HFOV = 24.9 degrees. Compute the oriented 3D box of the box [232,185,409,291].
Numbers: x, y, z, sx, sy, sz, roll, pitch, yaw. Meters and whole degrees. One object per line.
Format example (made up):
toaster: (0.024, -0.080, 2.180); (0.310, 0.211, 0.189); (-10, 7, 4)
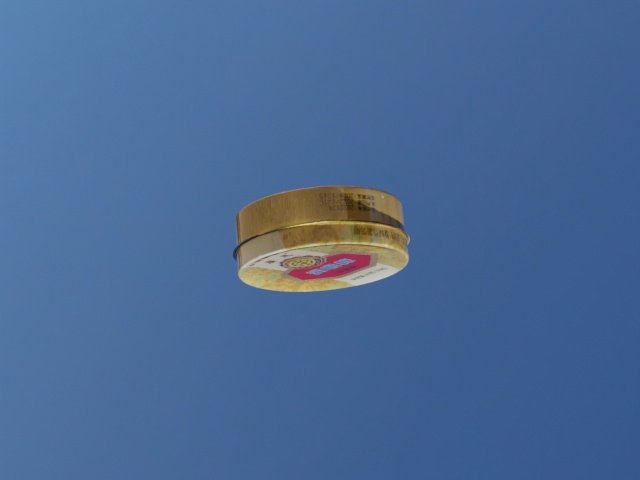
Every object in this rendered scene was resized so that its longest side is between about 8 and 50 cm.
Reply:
box: (0.000, 0.000, 0.864); (0.106, 0.106, 0.037); (-21, -113, 41)
